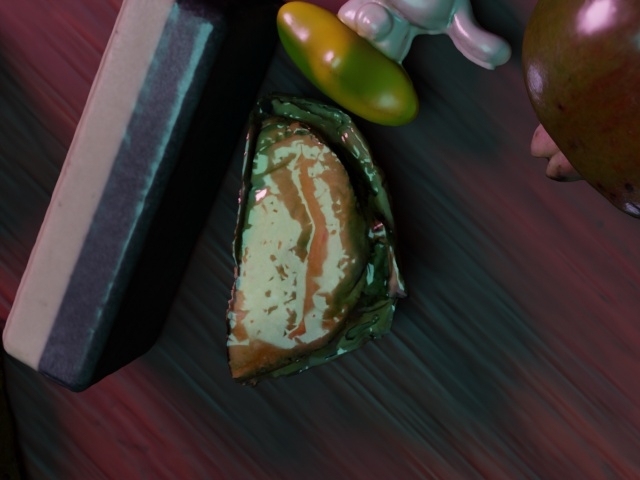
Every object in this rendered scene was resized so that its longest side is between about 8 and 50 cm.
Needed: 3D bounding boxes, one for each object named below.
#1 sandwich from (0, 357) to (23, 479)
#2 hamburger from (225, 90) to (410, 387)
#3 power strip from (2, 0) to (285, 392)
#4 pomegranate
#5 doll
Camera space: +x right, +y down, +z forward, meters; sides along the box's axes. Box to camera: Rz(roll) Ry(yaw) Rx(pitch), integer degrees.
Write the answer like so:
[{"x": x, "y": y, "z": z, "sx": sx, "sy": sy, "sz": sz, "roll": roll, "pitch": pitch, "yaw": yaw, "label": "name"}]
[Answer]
[{"x": -0.270, "y": 0.167, "z": 1.144, "sx": 0.186, "sy": 0.065, "sz": 0.215, "roll": -10, "pitch": 98, "yaw": 22, "label": "sandwich"}, {"x": 0.006, "y": 0.005, "z": 1.002, "sx": 0.102, "sy": 0.087, "sz": 0.176, "roll": 7, "pitch": 98, "yaw": 7, "label": "hamburger"}, {"x": -0.102, "y": -0.043, "z": 1.013, "sx": 0.070, "sy": 0.105, "sz": 0.257, "roll": 28, "pitch": 109, "yaw": 12, "label": "power strip"}, {"x": 0.176, "y": -0.086, "z": 0.881, "sx": 0.180, "sy": 0.180, "sz": 0.209, "roll": 59, "pitch": 146, "yaw": -1, "label": "pomegranate"}, {"x": 0.030, "y": -0.132, "z": 0.971, "sx": 0.113, "sy": 0.071, "sz": 0.135, "roll": -29, "pitch": 87, "yaw": 15, "label": "doll"}]
